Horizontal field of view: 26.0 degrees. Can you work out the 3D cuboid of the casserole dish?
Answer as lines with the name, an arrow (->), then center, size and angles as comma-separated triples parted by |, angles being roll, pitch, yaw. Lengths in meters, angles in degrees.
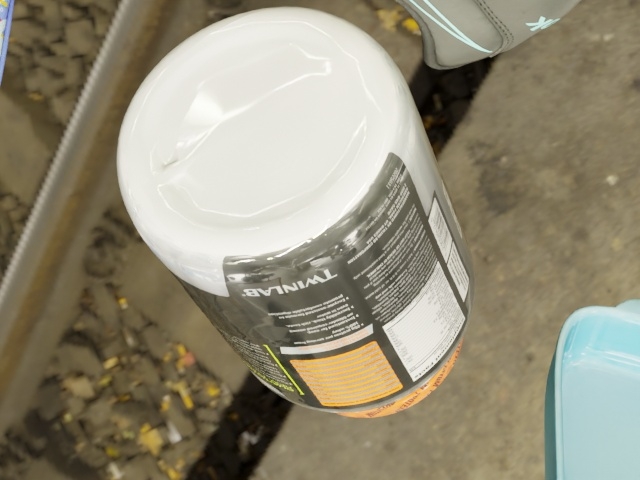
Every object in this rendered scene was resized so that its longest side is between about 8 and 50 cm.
casserole dish -> 0.146, 0.111, 0.602 | 0.114, 0.188, 0.037 | 17, 140, -13

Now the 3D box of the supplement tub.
supplement tub -> 0.000, 0.000, 1.037 | 0.207, 0.338, 0.207 | -7, 61, 13

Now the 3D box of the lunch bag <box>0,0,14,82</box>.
lunch bag -> -0.312, -0.162, 0.985 | 0.219, 0.090, 0.176 | 8, 87, 42

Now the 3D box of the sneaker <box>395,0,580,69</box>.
sneaker -> -0.005, -0.165, 0.502 | 0.267, 0.101, 0.106 | 42, 131, -11
